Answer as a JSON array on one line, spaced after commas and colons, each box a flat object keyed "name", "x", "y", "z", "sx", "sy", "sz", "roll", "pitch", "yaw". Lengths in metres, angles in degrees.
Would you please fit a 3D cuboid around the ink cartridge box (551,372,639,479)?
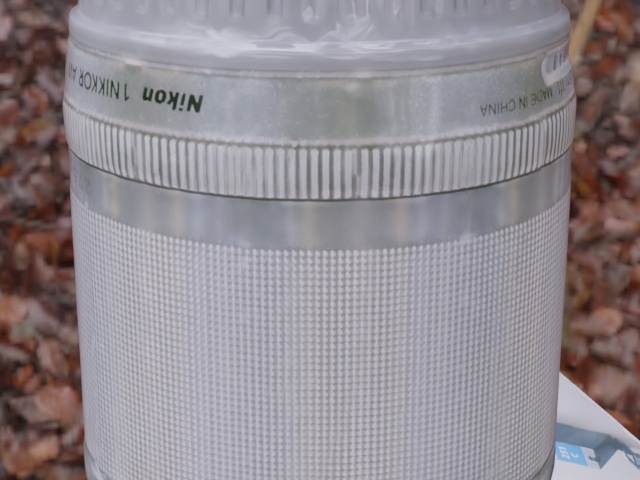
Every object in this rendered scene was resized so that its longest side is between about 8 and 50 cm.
[{"name": "ink cartridge box", "x": 0.124, "y": 0.199, "z": 0.846, "sx": 0.261, "sy": 0.066, "sz": 0.296, "roll": -20, "pitch": 50, "yaw": -39}]

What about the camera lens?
[{"name": "camera lens", "x": 0.000, "y": 0.000, "z": 0.603, "sx": 0.219, "sy": 0.274, "sz": 0.219, "roll": 0, "pitch": 18, "yaw": 0}]
